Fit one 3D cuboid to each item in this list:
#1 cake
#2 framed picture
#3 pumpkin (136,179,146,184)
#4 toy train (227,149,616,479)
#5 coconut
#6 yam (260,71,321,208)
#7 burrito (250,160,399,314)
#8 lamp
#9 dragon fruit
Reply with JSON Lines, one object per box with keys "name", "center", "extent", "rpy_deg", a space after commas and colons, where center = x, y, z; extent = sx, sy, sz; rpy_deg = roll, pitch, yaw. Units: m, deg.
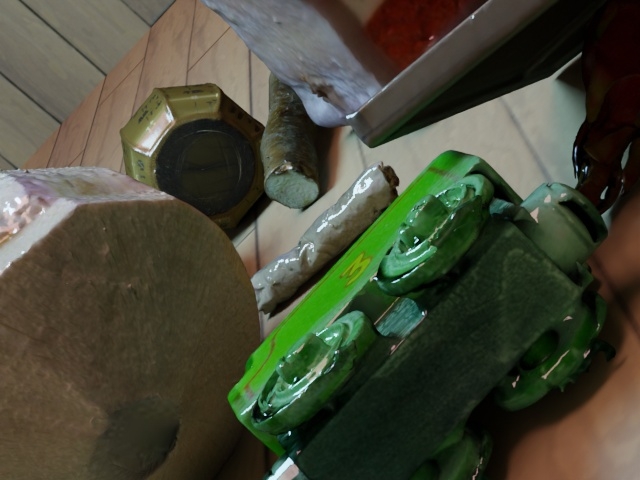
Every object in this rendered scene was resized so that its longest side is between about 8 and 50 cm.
{"name": "cake", "center": [0.061, -0.281, 1.464], "extent": [0.309, 0.237, 0.230], "rpy_deg": [-51, 18, -16]}
{"name": "framed picture", "center": [0.244, -0.216, 0.965], "extent": [0.446, 0.028, 0.326], "rpy_deg": [-38, -6, 29]}
{"name": "pumpkin", "center": [-0.210, 0.066, 1.461], "extent": [0.250, 0.216, 0.250], "rpy_deg": [-43, -17, -17]}
{"name": "toy train", "center": [0.054, 0.059, 0.906], "extent": [0.243, 0.132, 0.188], "rpy_deg": [-47, 12, -3]}
{"name": "coconut", "center": [-0.198, 0.088, 1.171], "extent": [0.297, 0.297, 0.309], "rpy_deg": [-52, 32, -10]}
{"name": "yam", "center": [-0.029, -0.110, 1.580], "extent": [0.061, 0.061, 0.253], "rpy_deg": [-42, 23, 22]}
{"name": "burrito", "center": [0.000, 0.000, 1.322], "extent": [0.185, 0.041, 0.045], "rpy_deg": [-43, 26, 27]}
{"name": "lamp", "center": [-0.134, -0.089, 1.667], "extent": [0.161, 0.161, 0.185], "rpy_deg": [-49, 13, 0]}
{"name": "dragon fruit", "center": [0.188, -0.090, 0.972], "extent": [0.190, 0.094, 0.094], "rpy_deg": [-56, 16, 6]}
